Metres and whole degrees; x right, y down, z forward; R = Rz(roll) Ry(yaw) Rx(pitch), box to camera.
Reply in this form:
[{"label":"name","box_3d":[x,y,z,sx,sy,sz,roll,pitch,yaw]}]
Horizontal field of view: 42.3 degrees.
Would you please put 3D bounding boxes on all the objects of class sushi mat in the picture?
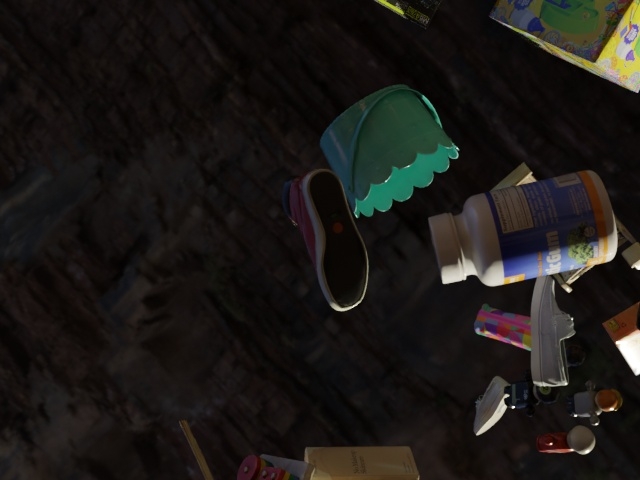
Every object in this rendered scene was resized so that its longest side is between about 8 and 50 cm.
[{"label":"sushi mat","box_3d":[-0.248,0.569,1.916,0.316,0.019,0.151,52,163,43]}]

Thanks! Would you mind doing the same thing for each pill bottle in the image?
[{"label":"pill bottle","box_3d":[0.316,-0.011,1.323,0.152,0.271,0.152,-13,-90,-84]}]

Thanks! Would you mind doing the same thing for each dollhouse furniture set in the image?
[{"label":"dollhouse furniture set","box_3d":[0.540,-0.005,1.968,0.173,0.303,0.356,37,-160,-32]}]

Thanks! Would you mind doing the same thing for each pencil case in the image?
[{"label":"pencil case","box_3d":[0.565,0.254,2.402,0.236,0.105,0.104,12,178,38]}]

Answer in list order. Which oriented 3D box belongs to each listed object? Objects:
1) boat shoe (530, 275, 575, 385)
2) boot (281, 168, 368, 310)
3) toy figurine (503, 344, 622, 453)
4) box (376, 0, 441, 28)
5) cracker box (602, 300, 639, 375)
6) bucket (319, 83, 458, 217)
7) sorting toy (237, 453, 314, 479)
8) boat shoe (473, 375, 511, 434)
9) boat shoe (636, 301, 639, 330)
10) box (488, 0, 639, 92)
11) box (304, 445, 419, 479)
[{"label":"boat shoe","box_3d":[0.450,0.172,1.593,0.079,0.081,0.228,-27,-64,-64]},{"label":"boot","box_3d":[0.000,0.000,1.452,0.176,0.088,0.244,177,79,-69]},{"label":"toy figurine","box_3d":[0.541,0.350,1.834,0.209,0.148,0.213,-36,-88,-33]},{"label":"box","box_3d":[0.190,-0.563,1.719,0.190,0.184,0.045,17,-160,-36]},{"label":"cracker box","box_3d":[0.823,0.238,2.089,0.232,0.155,0.067,44,-163,-46]},{"label":"bucket","box_3d":[0.145,-0.198,1.812,0.183,0.281,0.281,58,-157,12]},{"label":"sorting toy","box_3d":[-0.160,0.683,2.161,0.089,0.255,0.257,33,-114,-25]},{"label":"boat shoe","box_3d":[0.418,0.410,2.058,0.066,0.184,0.063,-17,-130,-31]},{"label":"boat shoe","box_3d":[0.789,0.114,1.944,0.076,0.229,0.080,17,178,-34]},{"label":"box","box_3d":[0.528,-0.479,1.550,0.177,0.290,0.279,14,-161,-44]},{"label":"box","box_3d":[0.111,0.676,2.354,0.311,0.121,0.148,1,-158,-8]}]
